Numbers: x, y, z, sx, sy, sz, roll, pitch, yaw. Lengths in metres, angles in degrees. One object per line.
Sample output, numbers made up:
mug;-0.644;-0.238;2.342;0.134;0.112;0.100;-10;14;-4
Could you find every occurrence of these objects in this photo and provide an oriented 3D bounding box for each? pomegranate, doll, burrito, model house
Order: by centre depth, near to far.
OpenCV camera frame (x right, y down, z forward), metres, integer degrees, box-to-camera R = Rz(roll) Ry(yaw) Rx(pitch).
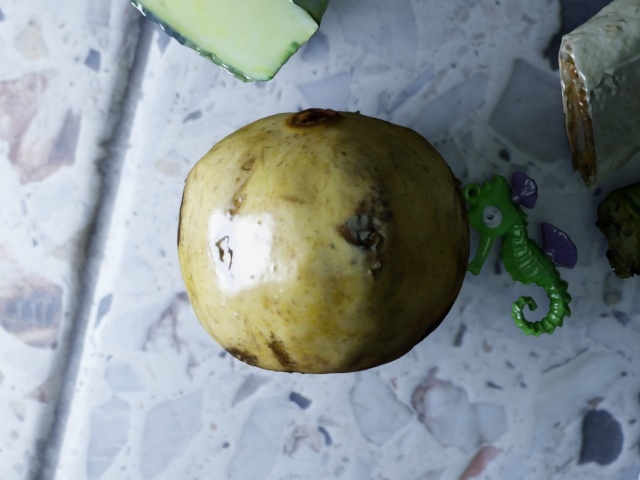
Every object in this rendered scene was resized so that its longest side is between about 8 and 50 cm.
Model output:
pomegranate;0.000;0.000;1.675;0.281;0.281;0.281;-2;99;-12
model house;-0.067;-0.301;1.697;0.194;0.170;0.211;30;63;-8
burrito;0.355;-0.197;1.802;0.299;0.105;0.143;-38;108;-6
doll;0.206;0.015;1.829;0.115;0.050;0.190;-38;106;-8

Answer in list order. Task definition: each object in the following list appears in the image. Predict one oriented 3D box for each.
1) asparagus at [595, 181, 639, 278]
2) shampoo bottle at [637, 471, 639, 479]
asparagus;0.482;-0.054;1.842;0.381;0.128;0.108;-18;77;-11
shampoo bottle;0.487;0.276;1.810;0.266;0.273;0.273;23;93;-9
